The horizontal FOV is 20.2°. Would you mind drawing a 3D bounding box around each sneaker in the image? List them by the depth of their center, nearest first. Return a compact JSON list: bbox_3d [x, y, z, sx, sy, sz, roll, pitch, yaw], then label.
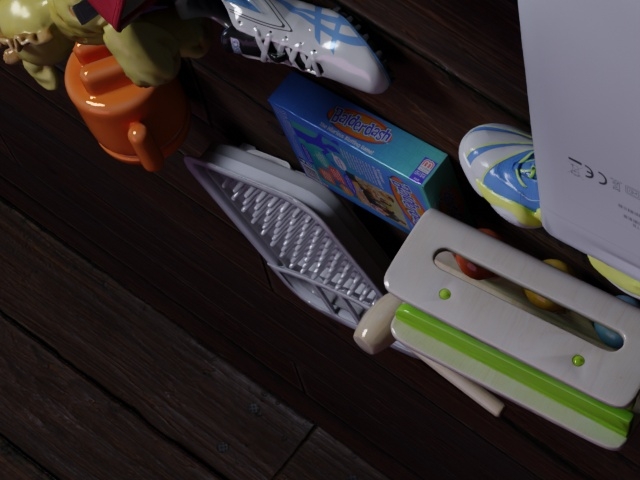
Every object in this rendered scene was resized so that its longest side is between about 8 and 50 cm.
[{"bbox_3d":[0.224,-0.054,1.508,0.240,0.091,0.126,34,147,21],"label":"sneaker"},{"bbox_3d":[-0.034,-0.191,1.683,0.237,0.086,0.085,31,163,23],"label":"sneaker"}]

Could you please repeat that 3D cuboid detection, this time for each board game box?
[{"bbox_3d":[0.056,-0.079,1.888,0.210,0.047,0.160,31,164,28],"label":"board game box"}]

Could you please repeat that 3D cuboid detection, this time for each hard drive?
[{"bbox_3d":[0.247,-0.081,1.266,0.233,0.047,0.353,30,154,30],"label":"hard drive"}]

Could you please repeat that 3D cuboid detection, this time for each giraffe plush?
[{"bbox_3d":[-0.233,-0.221,1.736,0.170,0.210,0.181,-12,95,35],"label":"giraffe plush"}]

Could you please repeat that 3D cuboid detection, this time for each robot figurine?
[{"bbox_3d":[-0.228,-0.174,2.149,0.158,0.128,0.219,29,163,24],"label":"robot figurine"}]

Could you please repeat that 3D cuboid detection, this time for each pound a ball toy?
[{"bbox_3d":[0.193,0.085,1.820,0.319,0.136,0.208,27,158,18],"label":"pound a ball toy"}]

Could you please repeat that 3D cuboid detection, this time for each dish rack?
[{"bbox_3d":[0.000,0.000,2.235,0.285,0.072,0.333,24,161,47],"label":"dish rack"}]

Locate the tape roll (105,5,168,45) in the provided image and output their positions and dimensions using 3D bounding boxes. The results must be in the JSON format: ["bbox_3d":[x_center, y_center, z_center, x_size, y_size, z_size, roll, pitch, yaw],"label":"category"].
[{"bbox_3d":[-0.225,-0.279,1.898,0.189,0.080,0.189,36,167,10],"label":"tape roll"}]

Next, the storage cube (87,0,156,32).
[{"bbox_3d":[-0.146,-0.308,1.348,0.193,0.215,0.183,45,167,2],"label":"storage cube"}]
